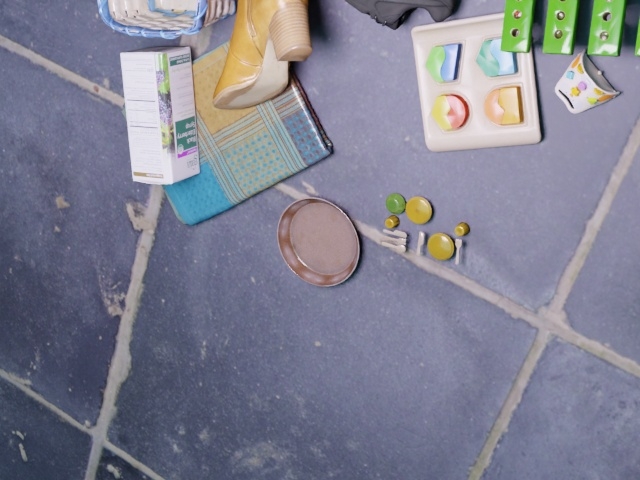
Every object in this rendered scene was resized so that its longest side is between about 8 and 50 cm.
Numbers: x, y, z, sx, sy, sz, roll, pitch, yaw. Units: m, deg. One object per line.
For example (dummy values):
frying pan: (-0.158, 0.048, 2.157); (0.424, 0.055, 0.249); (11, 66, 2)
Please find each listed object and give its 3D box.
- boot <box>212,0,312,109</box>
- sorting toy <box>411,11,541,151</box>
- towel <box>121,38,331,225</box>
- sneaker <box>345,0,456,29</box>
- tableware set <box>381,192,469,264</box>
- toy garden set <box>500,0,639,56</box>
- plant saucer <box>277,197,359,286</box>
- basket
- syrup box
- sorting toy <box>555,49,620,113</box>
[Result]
boot: (-0.109, -0.359, 1.640); (0.295, 0.104, 0.211); (-30, 69, 54)
sorting toy: (0.241, -0.243, 1.542); (0.193, 0.038, 0.208); (-2, 107, 30)
towel: (-0.176, -0.204, 1.799); (0.370, 0.040, 0.271); (-24, 95, 33)
sneaker: (0.082, -0.397, 1.544); (0.286, 0.109, 0.130); (11, 123, 31)
tableware set: (0.177, -0.024, 1.670); (0.154, 0.024, 0.103); (14, 111, 26)
toy garden set: (0.389, -0.365, 1.399); (0.244, 0.049, 0.203); (10, 99, 34)
plant saucer: (0.000, 0.000, 1.776); (0.169, 0.029, 0.168); (10, 112, 26)
basket: (-0.291, -0.438, 1.626); (0.255, 0.289, 0.201); (10, 112, 26)
syrup box: (-0.287, -0.227, 1.774); (0.096, 0.093, 0.236); (6, 109, 27)
sorting toy: (0.388, -0.227, 1.469); (0.083, 0.045, 0.075); (52, 143, 4)
